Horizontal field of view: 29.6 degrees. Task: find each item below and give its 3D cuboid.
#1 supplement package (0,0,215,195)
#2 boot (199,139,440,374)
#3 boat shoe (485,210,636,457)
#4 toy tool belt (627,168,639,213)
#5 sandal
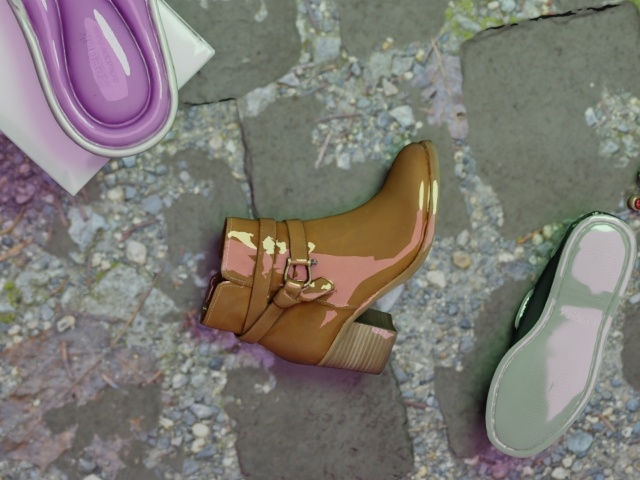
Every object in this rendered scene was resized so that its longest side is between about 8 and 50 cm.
[{"bbox_3d":[-0.274,-0.212,1.214,0.204,0.145,0.262,-46,106,-1],"label":"supplement package"},{"bbox_3d":[0.000,0.000,1.347,0.220,0.109,0.283,17,104,-11],"label":"boot"},{"bbox_3d":[0.283,0.111,1.423,0.114,0.091,0.302,29,96,4],"label":"boat shoe"},{"bbox_3d":[0.401,-0.068,1.435,0.052,0.051,0.083,36,92,-16],"label":"toy tool belt"},{"bbox_3d":[-0.233,-0.272,1.083,0.169,0.102,0.416,-29,104,-8],"label":"sandal"}]
